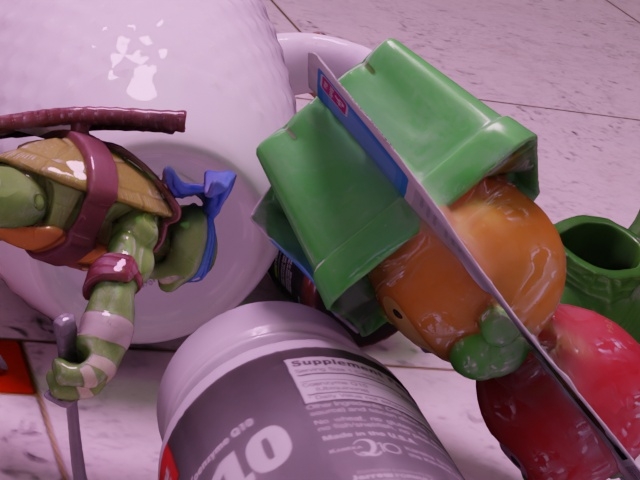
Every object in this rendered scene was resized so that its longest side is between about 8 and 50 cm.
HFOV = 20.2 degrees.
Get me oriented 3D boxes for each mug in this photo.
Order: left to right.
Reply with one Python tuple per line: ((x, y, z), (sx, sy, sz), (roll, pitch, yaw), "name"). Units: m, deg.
((-0.104, -0.087, 1.368), (0.374, 0.276, 0.328), (-5, 33, -12), "mug")

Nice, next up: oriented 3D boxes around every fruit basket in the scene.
((0.106, 0.061, 1.102), (0.353, 0.165, 0.327), (57, 2, 9), "fruit basket")

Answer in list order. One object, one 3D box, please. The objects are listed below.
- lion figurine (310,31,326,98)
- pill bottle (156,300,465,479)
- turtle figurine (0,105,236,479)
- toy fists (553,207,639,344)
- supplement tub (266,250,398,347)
((-0.165, -0.154, 1.763), (0.240, 0.142, 0.392), (3, -1, 29), "lion figurine")
((-0.001, 0.154, 0.995), (0.161, 0.161, 0.283), (6, 22, -19), "pill bottle")
((-0.202, 0.024, 1.058), (0.266, 0.274, 0.198), (28, 33, -35), "turtle figurine")
((0.238, 0.055, 1.435), (0.096, 0.142, 0.279), (41, 32, 26), "toy fists")
((0.000, 0.000, 1.472), (0.106, 0.106, 0.198), (2, 24, -27), "supplement tub")
